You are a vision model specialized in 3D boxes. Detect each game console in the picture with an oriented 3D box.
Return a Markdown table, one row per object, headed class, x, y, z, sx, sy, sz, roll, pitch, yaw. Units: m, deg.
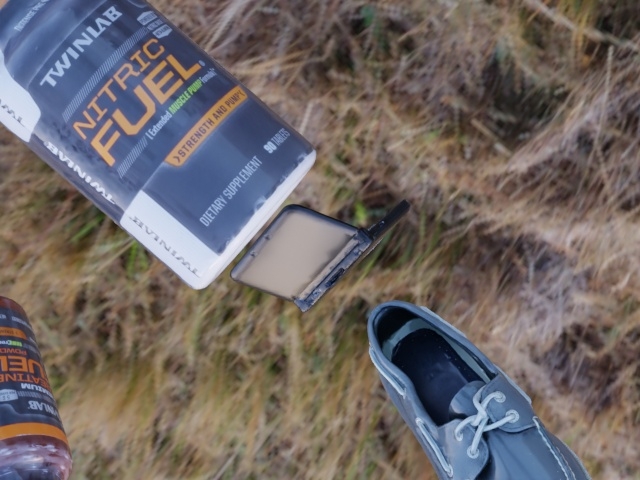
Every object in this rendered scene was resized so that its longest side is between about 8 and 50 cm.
| class | x | y | z | sx | sy | sz | roll | pitch | yaw |
| --- | --- | --- | --- | --- | --- | --- | --- | --- | --- |
| game console | 0.000 | 0.000 | 1.163 | 0.071 | 0.107 | 0.122 | 46 | 137 | 3 |

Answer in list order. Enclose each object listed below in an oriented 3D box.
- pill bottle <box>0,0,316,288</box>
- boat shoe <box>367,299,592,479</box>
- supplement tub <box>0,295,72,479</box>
| class | x | y | z | sx | sy | sz | roll | pitch | yaw |
| --- | --- | --- | --- | --- | --- | --- | --- | --- | --- |
| pill bottle | -0.133 | -0.091 | 0.937 | 0.245 | 0.130 | 0.130 | 40 | 120 | -1 |
| boat shoe | 0.134 | 0.167 | 1.226 | 0.116 | 0.319 | 0.099 | -38 | 134 | 2 |
| supplement tub | -0.261 | 0.147 | 1.098 | 0.106 | 0.106 | 0.198 | -46 | 54 | 30 |
